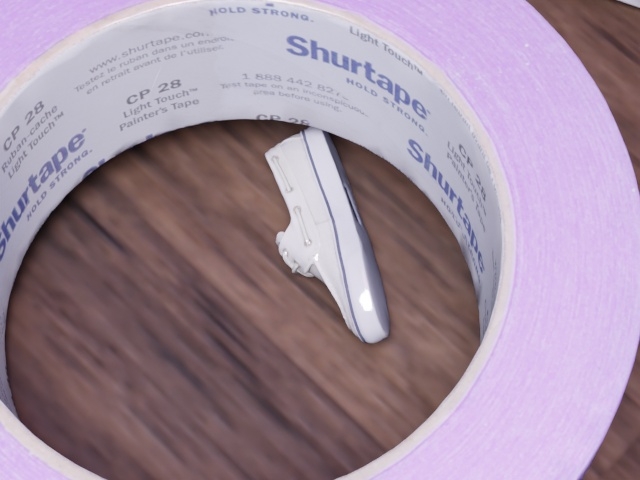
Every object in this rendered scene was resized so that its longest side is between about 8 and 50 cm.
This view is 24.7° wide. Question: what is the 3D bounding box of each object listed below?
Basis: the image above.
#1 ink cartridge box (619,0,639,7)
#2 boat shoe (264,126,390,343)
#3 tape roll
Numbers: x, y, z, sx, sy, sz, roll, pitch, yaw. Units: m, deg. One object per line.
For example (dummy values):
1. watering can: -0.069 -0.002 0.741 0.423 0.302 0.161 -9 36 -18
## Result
1. ink cartridge box: 0.218 -0.180 0.703 0.219 0.092 0.160 19 57 1
2. boat shoe: 0.000 0.000 0.595 0.035 0.035 0.100 -22 66 9
3. tape roll: -0.030 0.015 0.516 0.274 0.090 0.275 0 64 0
